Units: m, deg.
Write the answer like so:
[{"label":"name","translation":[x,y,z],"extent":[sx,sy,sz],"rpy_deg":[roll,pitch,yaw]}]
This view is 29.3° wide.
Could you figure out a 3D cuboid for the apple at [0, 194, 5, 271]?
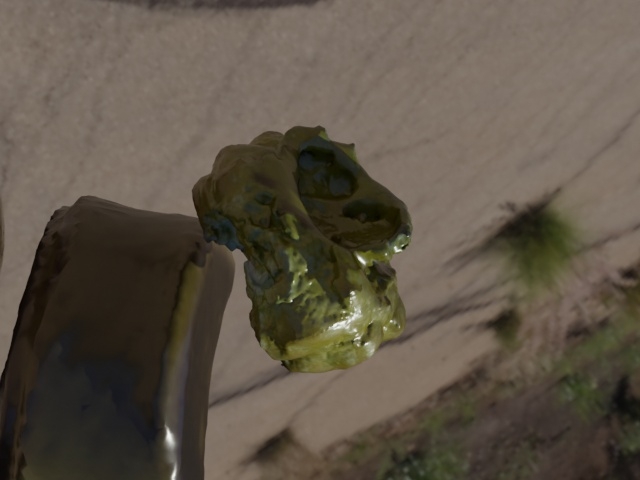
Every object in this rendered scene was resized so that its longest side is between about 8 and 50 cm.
[{"label":"apple","translation":[-0.526,-0.011,1.376],"extent":[0.340,0.339,0.339],"rpy_deg":[-31,161,-12]}]

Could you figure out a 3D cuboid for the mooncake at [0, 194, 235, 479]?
[{"label":"mooncake","translation":[-0.231,0.152,1.417],"extent":[0.394,0.246,0.393],"rpy_deg":[-82,178,-60]}]

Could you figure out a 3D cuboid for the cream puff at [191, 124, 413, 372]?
[{"label":"cream puff","translation":[0.000,0.000,1.234],"extent":[0.185,0.281,0.282],"rpy_deg":[-27,162,9]}]
